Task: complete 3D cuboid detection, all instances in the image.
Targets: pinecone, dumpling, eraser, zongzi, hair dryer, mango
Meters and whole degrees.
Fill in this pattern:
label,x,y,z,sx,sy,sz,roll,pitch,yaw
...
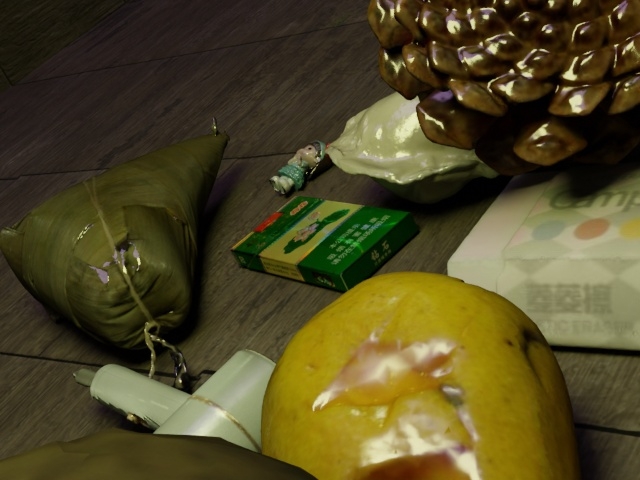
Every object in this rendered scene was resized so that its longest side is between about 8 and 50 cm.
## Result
label,x,y,z,sx,sy,sz,roll,pitch,yaw
pinecone,0.239,-0.226,1.121,0.384,0.384,0.384,-21,27,11
dumpling,0.129,-0.113,1.298,0.258,0.147,0.193,-1,31,12
eraser,0.322,0.010,0.975,0.396,0.082,0.213,-2,34,40
zongzi,-0.192,-0.009,1.382,0.418,0.181,0.447,-38,31,-21
hair dryer,-0.177,0.183,1.089,0.173,0.108,0.357,-41,30,-28
mango,0.085,0.171,0.819,0.253,0.182,0.365,-23,38,1

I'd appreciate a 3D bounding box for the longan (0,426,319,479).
label,x,y,z,sx,sy,sz,roll,pitch,yaw
longan,-0.076,0.284,0.509,0.391,0.391,0.391,-21,27,11

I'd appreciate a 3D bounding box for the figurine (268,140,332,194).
label,x,y,z,sx,sy,sz,roll,pitch,yaw
figurine,-0.024,-0.107,1.541,0.106,0.047,0.060,-41,21,-23

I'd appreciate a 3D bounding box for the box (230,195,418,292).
label,x,y,z,sx,sy,sz,roll,pitch,yaw
box,0.000,0.000,1.337,0.132,0.034,0.235,-41,29,-26
